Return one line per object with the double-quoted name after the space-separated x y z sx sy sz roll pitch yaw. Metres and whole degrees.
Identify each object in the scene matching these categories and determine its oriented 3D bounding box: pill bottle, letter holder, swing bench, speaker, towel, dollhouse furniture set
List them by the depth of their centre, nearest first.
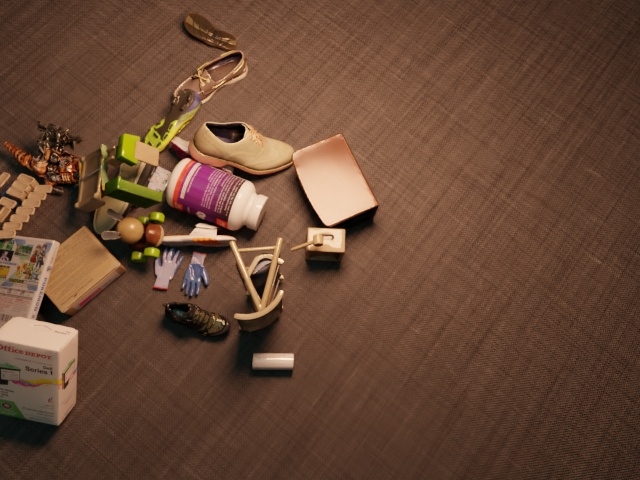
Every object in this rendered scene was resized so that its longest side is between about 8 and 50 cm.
-0.195 0.151 1.719 0.165 0.253 0.254 -4 74 -6 "swing bench"
-0.154 0.397 1.751 0.136 0.055 0.055 1 73 -5 "speaker"
-0.661 -0.202 1.754 0.151 0.301 0.197 18 66 -46 "dollhouse furniture set"
-0.350 -0.148 1.836 0.323 0.181 0.181 22 72 2 "pill bottle"
-1.044 -0.142 1.855 0.119 0.029 0.067 32 71 4 "towel"
0.039 -0.189 1.900 0.214 0.152 0.302 -24 76 -9 "letter holder"

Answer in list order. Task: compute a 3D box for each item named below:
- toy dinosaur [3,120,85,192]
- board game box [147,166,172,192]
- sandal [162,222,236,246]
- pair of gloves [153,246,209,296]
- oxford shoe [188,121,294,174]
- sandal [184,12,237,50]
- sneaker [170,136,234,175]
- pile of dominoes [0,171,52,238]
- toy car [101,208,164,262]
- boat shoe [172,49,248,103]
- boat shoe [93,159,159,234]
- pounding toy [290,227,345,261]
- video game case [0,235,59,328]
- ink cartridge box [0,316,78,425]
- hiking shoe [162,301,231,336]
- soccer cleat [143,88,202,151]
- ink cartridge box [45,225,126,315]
-0.937 -0.288 1.855 0.322 0.164 0.218 18 88 -21 "toy dinosaur"
-0.587 -0.219 1.922 0.090 0.020 0.090 27 72 4 "board game box"
-0.423 -0.024 1.834 0.265 0.102 0.076 0 76 -3 "sandal"
-0.475 0.106 1.831 0.198 0.023 0.159 10 74 -1 "pair of gloves"
-0.247 -0.327 1.859 0.397 0.146 0.140 -2 61 -35 "oxford shoe"
-0.434 -0.809 2.102 0.219 0.060 0.090 22 78 -13 "sandal"
-0.415 -0.318 1.933 0.252 0.103 0.111 24 68 -4 "sneaker"
-1.041 -0.109 1.793 0.196 0.040 0.251 20 63 9 "pile of dominoes"
-0.627 -0.027 1.755 0.149 0.188 0.155 -13 66 38 "toy car"
-0.420 -0.613 2.017 0.324 0.097 0.116 -33 78 -13 "boat shoe"
-0.661 -0.166 1.850 0.127 0.113 0.340 19 84 27 "boat shoe"
-0.009 -0.002 1.807 0.181 0.206 0.094 3 73 -4 "pounding toy"
-1.018 0.129 1.711 0.329 0.036 0.300 6 74 18 "video game case"
-0.846 0.389 1.588 0.201 0.117 0.278 12 112 -1 "ink cartridge box"
-0.405 0.257 1.741 0.227 0.114 0.086 15 73 0 "hiking shoe"
-0.533 -0.420 1.950 0.093 0.121 0.289 39 94 16 "soccer cleat"
-0.802 0.101 1.769 0.235 0.088 0.193 -42 80 -14 "ink cartridge box"
